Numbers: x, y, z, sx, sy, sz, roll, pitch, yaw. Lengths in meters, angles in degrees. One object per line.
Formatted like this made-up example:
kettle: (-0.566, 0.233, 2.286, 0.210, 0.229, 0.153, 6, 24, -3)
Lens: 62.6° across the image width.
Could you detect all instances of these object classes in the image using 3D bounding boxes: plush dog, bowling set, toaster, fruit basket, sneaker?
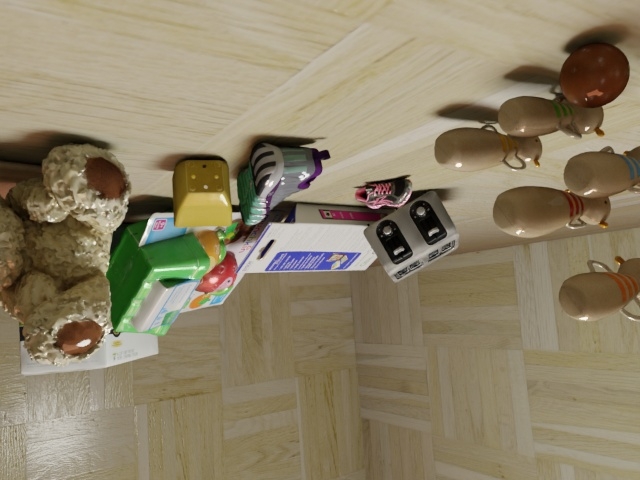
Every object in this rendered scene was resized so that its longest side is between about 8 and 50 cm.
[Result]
plush dog: (-0.372, 0.002, 0.629, 0.225, 0.263, 0.210, 8, -177, -33)
bowling set: (0.265, -0.080, 0.510, 0.154, 0.287, 0.200, -8, 142, -28)
toaster: (0.189, -0.003, 1.097, 0.168, 0.110, 0.185, -29, 163, 6)
fruit basket: (-0.257, 0.068, 1.089, 0.353, 0.165, 0.327, 1, 135, -50)
sneaker: (0.108, -0.085, 0.926, 0.057, 0.047, 0.119, 15, 162, -36)
sneaker: (-0.058, -0.074, 0.740, 0.098, 0.083, 0.223, -7, 174, -18)

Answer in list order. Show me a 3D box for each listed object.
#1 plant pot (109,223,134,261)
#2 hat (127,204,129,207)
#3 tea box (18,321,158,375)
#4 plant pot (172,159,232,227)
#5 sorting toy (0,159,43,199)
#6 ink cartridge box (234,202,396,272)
plant pot: (-0.437, 0.048, 1.219, 0.165, 0.166, 0.234, -8, 165, 32)
hat: (-0.495, 0.001, 0.883, 0.330, 0.134, 0.331, -4, 174, 0)
tea box: (-0.599, 0.166, 1.396, 0.219, 0.324, 0.329, -5, 173, 3)
plant pot: (-0.161, -0.071, 0.721, 0.081, 0.081, 0.083, -2, 161, -16)
sorting toy: (-0.457, -0.038, 0.690, 0.192, 0.038, 0.208, 3, 138, -45)
ink cartridge box: (0.000, 0.000, 1.163, 0.370, 0.069, 0.176, -1, 144, -38)
